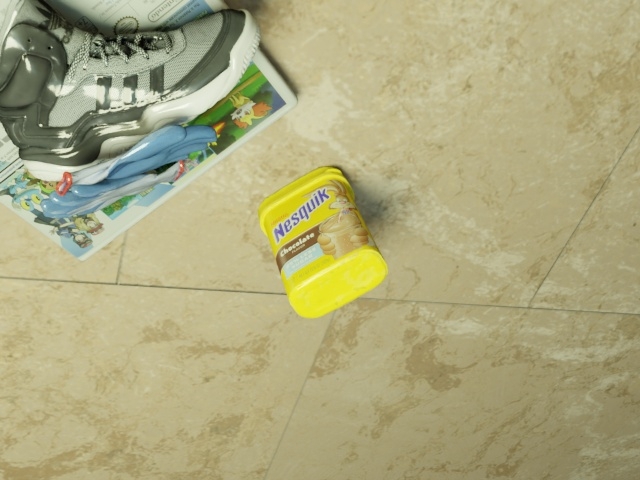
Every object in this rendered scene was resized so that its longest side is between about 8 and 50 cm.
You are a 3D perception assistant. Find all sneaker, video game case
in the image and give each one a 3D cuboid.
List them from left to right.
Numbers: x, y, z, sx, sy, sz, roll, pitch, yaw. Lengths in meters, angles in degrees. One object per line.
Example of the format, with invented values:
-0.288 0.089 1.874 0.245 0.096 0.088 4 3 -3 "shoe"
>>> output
-0.236 -0.156 0.722 0.329 0.036 0.300 -35 130 9 "video game case"
-0.195 -0.168 0.632 0.268 0.101 0.153 -28 134 7 "sneaker"

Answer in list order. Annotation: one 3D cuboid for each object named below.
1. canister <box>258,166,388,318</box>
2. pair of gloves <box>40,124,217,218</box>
0.000 0.000 0.840 0.126 0.170 0.073 -30 131 6 "canister"
-0.189 -0.068 0.680 0.159 0.023 0.198 -24 178 -30 "pair of gloves"
